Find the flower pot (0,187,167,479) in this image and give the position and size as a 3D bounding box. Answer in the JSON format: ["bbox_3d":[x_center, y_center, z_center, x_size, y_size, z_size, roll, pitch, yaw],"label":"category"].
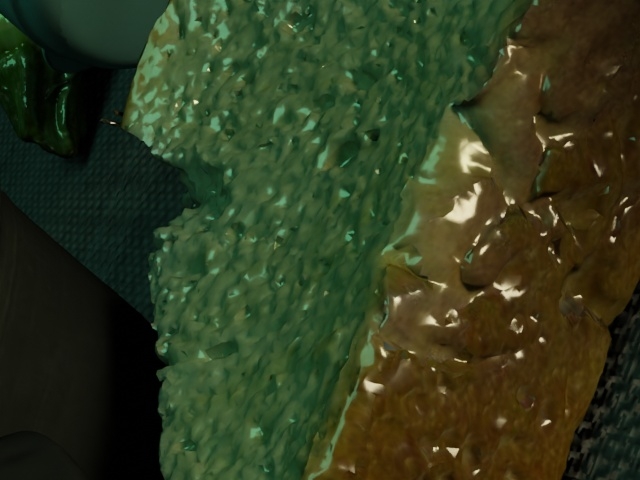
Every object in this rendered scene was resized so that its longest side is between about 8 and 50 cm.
[{"bbox_3d":[-0.131,0.092,0.630,0.235,0.148,0.235,-42,33,36],"label":"flower pot"}]

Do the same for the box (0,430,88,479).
[{"bbox_3d":[-0.049,0.170,0.438,0.212,0.042,0.201,35,137,59],"label":"box"}]

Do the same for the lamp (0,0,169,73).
[{"bbox_3d":[-0.078,-0.188,0.713,0.209,0.147,0.284,-47,-2,-10],"label":"lamp"}]

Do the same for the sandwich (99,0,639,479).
[{"bbox_3d":[0.004,0.002,0.549,0.254,0.099,0.288,9,73,54],"label":"sandwich"}]

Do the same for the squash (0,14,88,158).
[{"bbox_3d":[-0.179,-0.177,0.984,0.137,0.137,0.287,-44,36,27],"label":"squash"}]
